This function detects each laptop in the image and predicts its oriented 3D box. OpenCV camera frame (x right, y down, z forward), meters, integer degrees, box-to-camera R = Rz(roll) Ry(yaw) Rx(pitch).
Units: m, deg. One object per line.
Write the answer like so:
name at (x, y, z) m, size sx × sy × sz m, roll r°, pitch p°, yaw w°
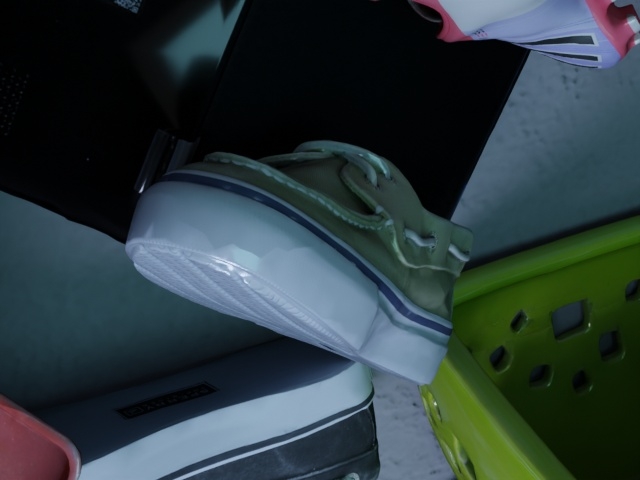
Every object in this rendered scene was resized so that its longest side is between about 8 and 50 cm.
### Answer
laptop at (-0.048, -0.213, 0.746) m, size 0.407 × 0.236 × 0.382 m, roll 23°, pitch 106°, yaw -3°

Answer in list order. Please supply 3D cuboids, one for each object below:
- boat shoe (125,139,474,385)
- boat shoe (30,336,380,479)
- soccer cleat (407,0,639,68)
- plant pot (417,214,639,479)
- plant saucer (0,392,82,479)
boat shoe at (0.000, 0.000, 0.722) m, size 0.302 × 0.109 × 0.094 m, roll 34°, pitch 75°, yaw -70°
boat shoe at (-0.107, 0.142, 0.847) m, size 0.306 × 0.113 × 0.105 m, roll -18°, pitch 108°, yaw -26°
soccer cleat at (0.092, -0.127, 0.755) m, size 0.095 × 0.083 × 0.248 m, roll -23°, pitch 168°, yaw 18°
plant pot at (0.196, 0.137, 0.923) m, size 0.227 × 0.228 × 0.207 m, roll -17°, pitch 129°, yaw -16°
plant saucer at (-0.241, 0.141, 0.738) m, size 0.047 × 0.258 × 0.259 m, roll -14°, pitch 130°, yaw -64°
